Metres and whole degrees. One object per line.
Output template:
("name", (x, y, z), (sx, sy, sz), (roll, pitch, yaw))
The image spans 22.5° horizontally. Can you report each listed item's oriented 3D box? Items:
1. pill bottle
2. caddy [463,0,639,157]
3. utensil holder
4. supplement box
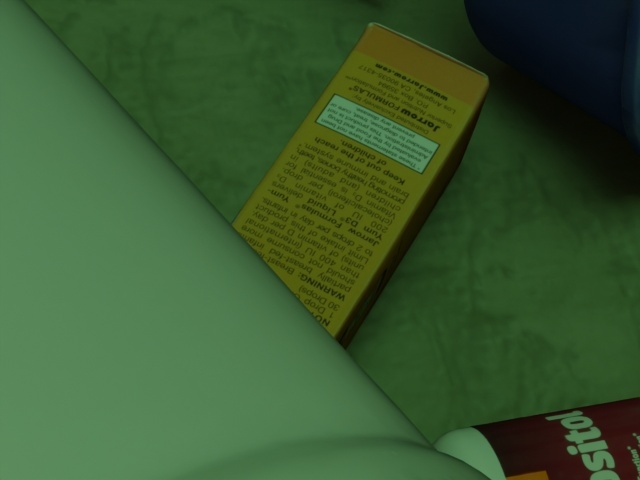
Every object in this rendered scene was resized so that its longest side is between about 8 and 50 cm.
("pill bottle", (0.100, 0.123, 0.732), (0.152, 0.086, 0.086), (-8, 59, -15))
("caddy", (0.209, -0.194, 0.827), (0.179, 0.341, 0.241), (32, 56, 32))
("utensil holder", (-0.165, 0.078, 0.553), (0.328, 0.327, 0.385), (-27, 55, -25))
("supplement box", (0.000, 0.000, 0.801), (0.080, 0.078, 0.233), (26, 56, 7))
